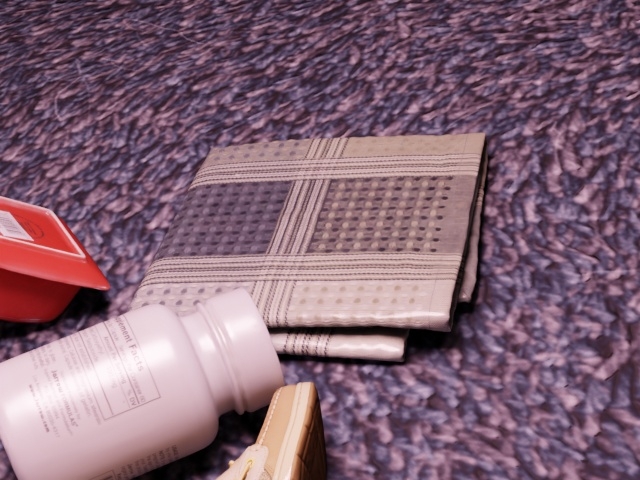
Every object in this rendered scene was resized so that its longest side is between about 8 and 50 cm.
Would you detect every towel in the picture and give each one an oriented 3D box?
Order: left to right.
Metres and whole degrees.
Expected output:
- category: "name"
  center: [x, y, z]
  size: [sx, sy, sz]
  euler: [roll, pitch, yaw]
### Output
- category: "towel"
  center: [0.000, 0.000, 1.332]
  size: [0.324, 0.056, 0.312]
  euler: [-2, 36, 17]

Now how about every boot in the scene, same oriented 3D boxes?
- category: "boot"
  center: [-0.107, 0.213, 1.051]
  size: [0.203, 0.095, 0.262]
  euler: [-1, 43, 16]

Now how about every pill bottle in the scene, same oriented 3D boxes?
- category: "pill bottle"
  center: [-0.153, 0.127, 1.136]
  size: [0.229, 0.131, 0.131]
  euler: [-21, 39, -12]

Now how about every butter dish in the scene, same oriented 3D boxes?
- category: "butter dish"
  center: [-0.312, 0.032, 1.323]
  size: [0.160, 0.118, 0.160]
  euler: [17, 19, -40]
